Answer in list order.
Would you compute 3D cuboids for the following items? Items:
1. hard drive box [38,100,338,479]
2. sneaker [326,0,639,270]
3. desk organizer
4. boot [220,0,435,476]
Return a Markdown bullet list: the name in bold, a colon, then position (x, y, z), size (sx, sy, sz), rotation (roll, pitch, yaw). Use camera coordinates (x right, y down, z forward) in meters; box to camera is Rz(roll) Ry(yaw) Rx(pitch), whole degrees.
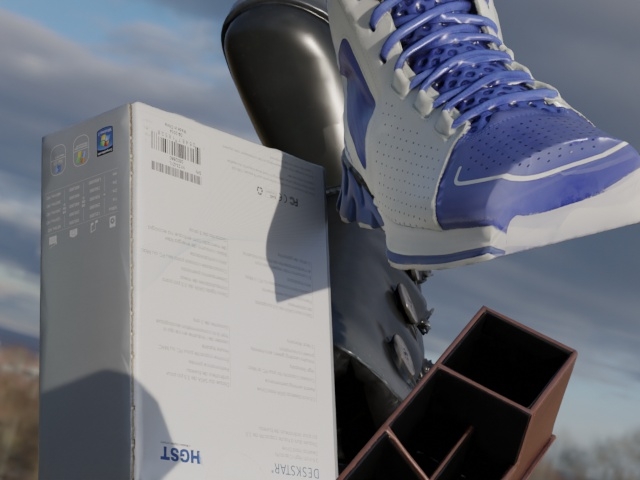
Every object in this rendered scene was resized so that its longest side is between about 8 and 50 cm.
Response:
- **hard drive box**: position (-0.081, 0.053, 0.995), size (0.089, 0.232, 0.181), rotation (-16, -22, 38)
- **sneaker**: position (0.069, -0.092, 0.962), size (0.127, 0.182, 0.315), rotation (-13, 12, -14)
- **desk organizer**: position (0.047, 0.084, 0.594), size (0.047, 0.050, 0.130), rotation (26, 41, 19)
- **boot**: position (0.001, 0.001, 1.487), size (0.146, 0.445, 0.367), rotation (-24, -64, 22)
